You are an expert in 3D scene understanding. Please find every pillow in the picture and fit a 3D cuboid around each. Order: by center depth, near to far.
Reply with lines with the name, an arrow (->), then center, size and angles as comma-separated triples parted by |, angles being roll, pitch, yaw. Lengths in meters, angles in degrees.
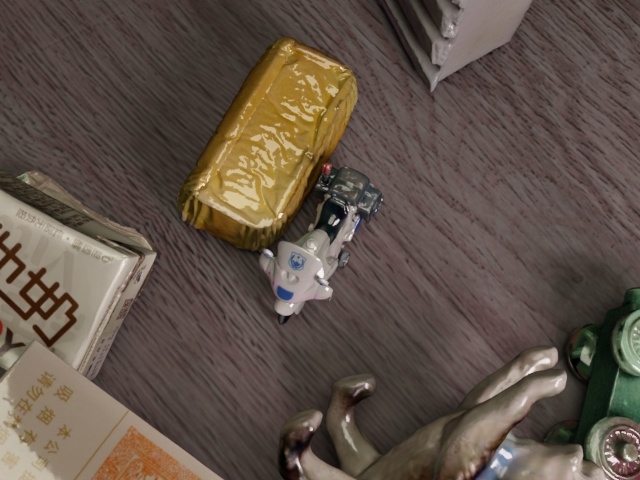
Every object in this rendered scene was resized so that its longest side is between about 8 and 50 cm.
pillow -> -0.328, 0.006, 1.214 | 0.232, 0.038, 0.131 | 30, 76, 6

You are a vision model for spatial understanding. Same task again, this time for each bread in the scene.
bread -> -0.064, -0.130, 1.226 | 0.152, 0.119, 0.288 | 28, 76, 2

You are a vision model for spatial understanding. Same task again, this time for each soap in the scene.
soap -> 0.155, -0.397, 1.242 | 0.159, 0.258, 0.302 | -26, 76, -9

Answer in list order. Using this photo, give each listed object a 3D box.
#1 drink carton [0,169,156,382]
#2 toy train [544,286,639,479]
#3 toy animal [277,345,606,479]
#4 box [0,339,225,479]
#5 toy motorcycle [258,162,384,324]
drink carton -> -0.394, 0.027, 1.131 | 0.324, 0.132, 0.194 | 27, 96, 4
toy train -> 0.414, 0.218, 1.148 | 0.221, 0.150, 0.304 | 22, 73, -7
toy animal -> 0.152, 0.297, 1.071 | 0.344, 0.194, 0.303 | -10, 98, 13
box -> -0.229, 0.296, 1.005 | 0.365, 0.051, 0.205 | 37, 63, -2
toy motorcycle -> 0.000, 0.000, 1.177 | 0.102, 0.150, 0.221 | 26, 74, 11
